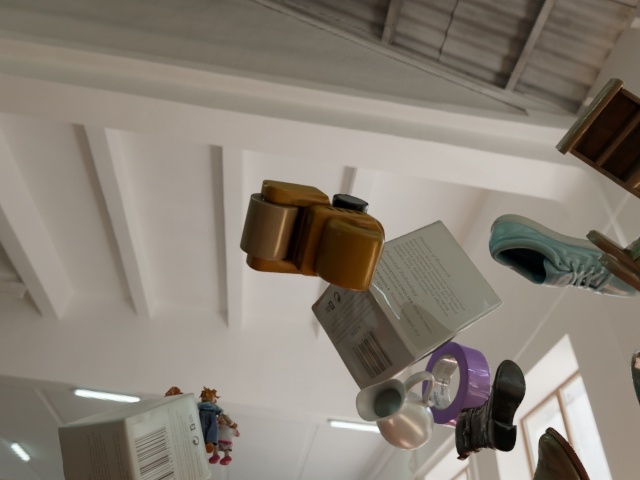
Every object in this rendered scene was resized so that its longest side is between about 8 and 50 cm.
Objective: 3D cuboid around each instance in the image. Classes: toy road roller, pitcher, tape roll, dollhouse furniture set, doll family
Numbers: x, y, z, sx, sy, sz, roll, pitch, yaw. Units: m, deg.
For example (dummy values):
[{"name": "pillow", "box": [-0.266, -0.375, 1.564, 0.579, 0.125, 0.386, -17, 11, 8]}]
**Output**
[{"name": "toy road roller", "box": [0.000, 0.000, 1.146, 0.329, 0.240, 0.203, 7, -72, -26]}, {"name": "pitcher", "box": [0.197, 0.376, 1.111, 0.177, 0.126, 0.207, -31, -48, 9]}, {"name": "tape roll", "box": [0.452, 0.486, 1.679, 0.090, 0.275, 0.275, 19, -43, -14]}, {"name": "dollhouse furniture set", "box": [0.599, -0.142, 0.868, 0.256, 0.394, 0.362, 35, -65, 6]}, {"name": "doll family", "box": [-0.309, 0.435, 1.216, 0.262, 0.163, 0.118, 15, -61, -19]}]

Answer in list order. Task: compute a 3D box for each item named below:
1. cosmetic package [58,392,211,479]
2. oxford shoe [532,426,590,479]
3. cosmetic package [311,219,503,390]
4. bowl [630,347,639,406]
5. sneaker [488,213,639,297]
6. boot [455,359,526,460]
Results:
[{"name": "cosmetic package", "box": [-0.314, 0.360, 0.843, 0.183, 0.152, 0.151, -17, -8, 30]}, {"name": "oxford shoe", "box": [0.521, 0.581, 1.110, 0.130, 0.123, 0.349, -18, -74, -8]}, {"name": "cosmetic package", "box": [0.251, 0.200, 1.516, 0.393, 0.328, 0.329, -20, -23, -34]}, {"name": "bowl", "box": [0.760, 0.340, 0.954, 0.163, 0.312, 0.312, -17, -45, 11]}, {"name": "sneaker", "box": [0.566, 0.071, 1.166, 0.365, 0.150, 0.135, 21, -43, 15]}, {"name": "boot", "box": [0.447, 0.466, 1.364, 0.091, 0.263, 0.229, 25, -27, -5]}]
